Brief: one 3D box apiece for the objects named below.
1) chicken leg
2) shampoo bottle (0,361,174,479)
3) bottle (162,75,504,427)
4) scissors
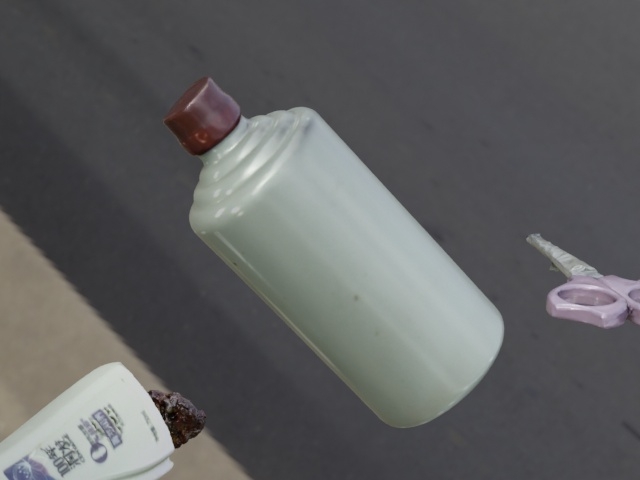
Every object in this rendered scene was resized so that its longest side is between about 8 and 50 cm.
[{"bbox_3d":[-0.157,0.156,1.285,0.062,0.145,0.037,56,42,-20],"label":"chicken leg"},{"bbox_3d":[-0.104,0.091,0.541,0.141,0.034,0.049,-34,111,-57],"label":"shampoo bottle"},{"bbox_3d":[0.000,0.000,0.923,0.245,0.104,0.104,46,23,-18],"label":"bottle"},{"bbox_3d":[0.189,0.028,1.088,0.110,0.021,0.212,1,13,-13],"label":"scissors"}]
